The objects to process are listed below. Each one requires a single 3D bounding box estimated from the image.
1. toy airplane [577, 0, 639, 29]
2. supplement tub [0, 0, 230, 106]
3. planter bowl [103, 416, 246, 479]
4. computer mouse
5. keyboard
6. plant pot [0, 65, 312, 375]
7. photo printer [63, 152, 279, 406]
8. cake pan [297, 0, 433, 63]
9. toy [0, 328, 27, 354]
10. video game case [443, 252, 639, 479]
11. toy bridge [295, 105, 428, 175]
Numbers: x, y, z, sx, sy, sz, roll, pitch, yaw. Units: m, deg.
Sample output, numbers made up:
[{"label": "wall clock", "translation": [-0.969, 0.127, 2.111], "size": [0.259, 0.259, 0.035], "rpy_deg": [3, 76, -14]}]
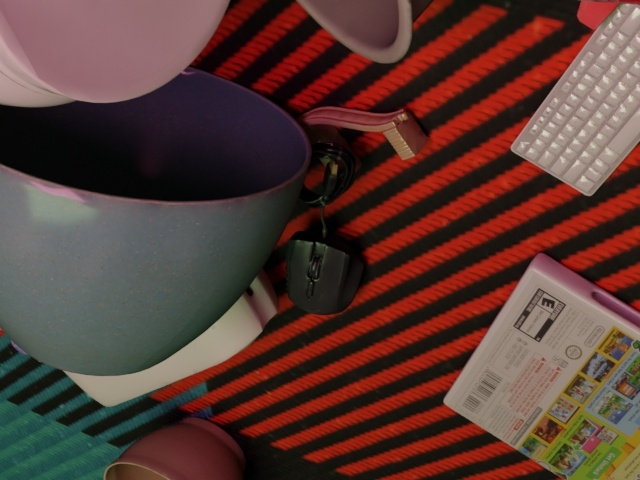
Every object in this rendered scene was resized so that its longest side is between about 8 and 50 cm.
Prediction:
[{"label": "toy airplane", "translation": [0.219, -0.143, 0.806], "size": [0.151, 0.028, 0.151], "rpy_deg": [18, 139, 16]}, {"label": "supplement tub", "translation": [-0.237, -0.225, 0.886], "size": [0.331, 0.241, 0.241], "rpy_deg": [21, 141, 41]}, {"label": "planter bowl", "translation": [-0.151, 0.274, 1.478], "size": [0.162, 0.109, 0.162], "rpy_deg": [22, 139, 20]}, {"label": "computer mouse", "translation": [0.000, 0.000, 1.106], "size": [0.071, 0.041, 0.242], "rpy_deg": [18, 148, 12]}, {"label": "keyboard", "translation": [0.213, -0.119, 0.868], "size": [0.072, 0.014, 0.256], "rpy_deg": [35, 142, 3]}, {"label": "plant pot", "translation": [-0.167, -0.010, 1.012], "size": [0.290, 0.290, 0.195], "rpy_deg": [22, 117, 19]}, {"label": "photo printer", "translation": [-0.196, 0.030, 1.265], "size": [0.256, 0.107, 0.307], "rpy_deg": [49, 141, -13]}, {"label": "cake pan", "translation": [-0.016, -0.245, 0.787], "size": [0.293, 0.054, 0.293], "rpy_deg": [53, 171, 12]}, {"label": "toy", "translation": [-0.352, 0.076, 1.478], "size": [0.136, 0.056, 0.237], "rpy_deg": [3, 130, 38]}, {"label": "video game case", "translation": [0.231, 0.133, 1.102], "size": [0.206, 0.026, 0.227], "rpy_deg": [32, 141, 8]}, {"label": "toy bridge", "translation": [0.007, -0.078, 1.062], "size": [0.188, 0.026, 0.063], "rpy_deg": [-18, 116, 48]}]
